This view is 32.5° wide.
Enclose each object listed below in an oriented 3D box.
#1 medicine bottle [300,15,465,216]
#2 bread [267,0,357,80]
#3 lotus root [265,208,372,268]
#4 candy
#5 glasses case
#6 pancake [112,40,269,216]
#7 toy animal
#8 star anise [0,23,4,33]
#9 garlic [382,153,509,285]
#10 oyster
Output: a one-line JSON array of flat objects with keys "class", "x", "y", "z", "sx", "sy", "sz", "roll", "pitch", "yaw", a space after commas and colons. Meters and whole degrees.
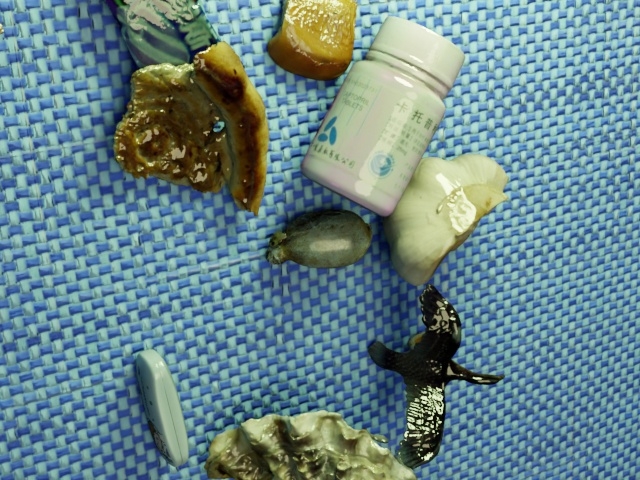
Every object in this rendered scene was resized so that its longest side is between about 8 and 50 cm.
[{"class": "medicine bottle", "x": 0.090, "y": -0.173, "z": 1.539, "sx": 0.152, "sy": 0.152, "sz": 0.254, "roll": 26, "pitch": 93, "yaw": -33}, {"class": "bread", "x": -0.004, "y": -0.285, "z": 1.516, "sx": 0.129, "sy": 0.044, "sz": 0.126, "roll": 8, "pitch": 100, "yaw": -28}, {"class": "lotus root", "x": 0.001, "y": -0.001, "z": 1.588, "sx": 0.165, "sy": 0.088, "sz": 0.088, "roll": -7, "pitch": 109, "yaw": -17}, {"class": "candy", "x": -0.203, "y": -0.296, "z": 1.388, "sx": 0.145, "sy": 0.070, "sz": 0.275, "roll": -28, "pitch": 121, "yaw": -11}, {"class": "glasses case", "x": -0.221, "y": 0.236, "z": 1.541, "sx": 0.045, "sy": 0.067, "sz": 0.178, "roll": -21, "pitch": 115, "yaw": -25}, {"class": "pancake", "x": -0.142, "y": -0.152, "z": 1.440, "sx": 0.257, "sy": 0.056, "sz": 0.212, "roll": 17, "pitch": 111, "yaw": -40}, {"class": "toy animal", "x": 0.183, "y": 0.187, "z": 1.699, "sx": 0.197, "sy": 0.160, "sz": 0.272, "roll": 0, "pitch": 105, "yaw": -30}, {"class": "star anise", "x": -0.466, "y": -0.209, "z": 1.271, "sx": 0.208, "sy": 0.063, "sz": 0.171, "roll": -30, "pitch": 122, "yaw": -22}, {"class": "garlic", "x": 0.168, "y": -0.044, "z": 1.641, "sx": 0.143, "sy": 0.178, "sz": 0.229, "roll": 37, "pitch": 65, "yaw": -2}, {"class": "oyster", "x": 0.010, "y": 0.374, "z": 1.620, "sx": 0.351, "sy": 0.238, "sz": 0.114, "roll": 47, "pitch": 38, "yaw": -13}]
